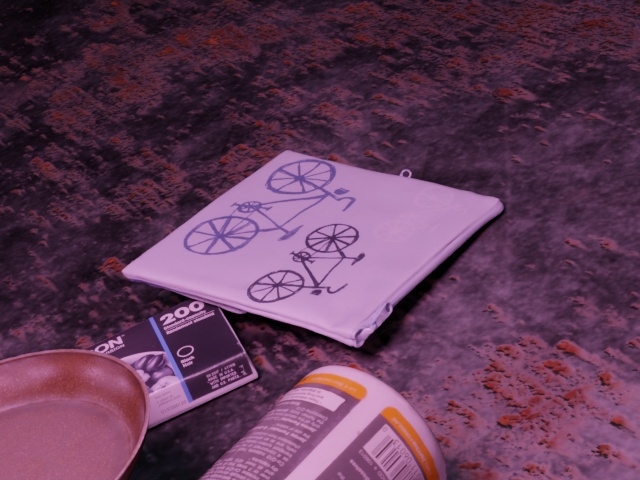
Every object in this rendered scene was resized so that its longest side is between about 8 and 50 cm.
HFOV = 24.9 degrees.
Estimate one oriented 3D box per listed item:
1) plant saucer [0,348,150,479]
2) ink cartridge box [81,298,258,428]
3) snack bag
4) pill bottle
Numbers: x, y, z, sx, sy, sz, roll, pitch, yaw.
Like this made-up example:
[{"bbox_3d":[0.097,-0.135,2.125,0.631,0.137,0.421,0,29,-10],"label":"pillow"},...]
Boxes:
[{"bbox_3d":[-0.287,0.206,1.259,0.310,0.050,0.311,-14,30,9],"label":"plant saucer"},{"bbox_3d":[-0.195,0.131,1.589,0.206,0.045,0.208,-25,28,-9],"label":"ink cartridge box"},{"bbox_3d":[0.000,0.000,1.660,0.342,0.037,0.323,14,36,34],"label":"snack bag"},{"bbox_3d":[-0.033,0.243,1.187,0.162,0.162,0.278,11,41,42],"label":"pill bottle"}]
